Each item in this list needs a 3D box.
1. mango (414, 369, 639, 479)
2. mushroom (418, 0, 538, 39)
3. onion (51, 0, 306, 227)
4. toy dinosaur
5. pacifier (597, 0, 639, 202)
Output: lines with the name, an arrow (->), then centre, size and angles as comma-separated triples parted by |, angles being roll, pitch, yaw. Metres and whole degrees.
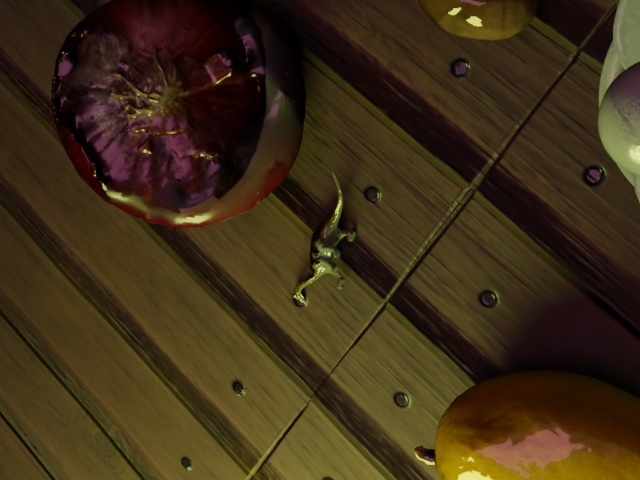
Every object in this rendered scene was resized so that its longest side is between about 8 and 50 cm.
mango -> 0.243, 0.211, 0.758 | 0.316, 0.119, 0.177 | 4, 102, 23
mushroom -> 0.162, -0.342, 0.662 | 0.128, 0.128, 0.350 | 24, 118, 26
onion -> -0.146, -0.146, 0.888 | 0.272, 0.195, 0.272 | 0, 88, -1
toy dinosaur -> 0.012, 0.008, 0.893 | 0.058, 0.037, 0.180 | 30, 117, 18
pacifier -> 0.278, -0.102, 0.590 | 0.238, 0.225, 0.287 | 3, 104, 51
